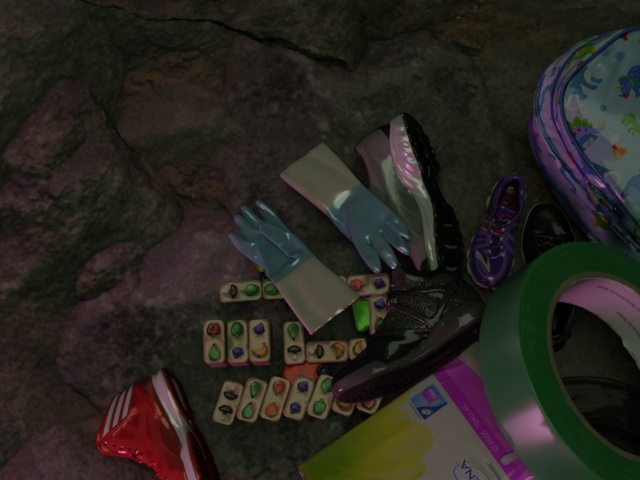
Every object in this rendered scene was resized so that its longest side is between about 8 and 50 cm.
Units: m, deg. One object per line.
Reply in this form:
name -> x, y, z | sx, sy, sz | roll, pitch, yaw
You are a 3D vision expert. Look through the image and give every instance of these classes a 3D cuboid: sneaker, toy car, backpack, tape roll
sneaker -> -0.220, 0.294, 1.423 | 0.128, 0.087, 0.221 | -26, 63, 5
sneaker -> 0.098, 0.115, 1.379 | 0.228, 0.087, 0.130 | -35, 60, 3
toy car -> 0.031, 0.112, 1.460 | 0.225, 0.053, 0.239 | -9, 75, 1
sneaker -> 0.318, 0.041, 1.425 | 0.079, 0.121, 0.216 | 1, 75, 3
sneaker -> 0.125, -0.037, 1.484 | 0.108, 0.100, 0.271 | -22, 77, 24
backpack -> 0.440, -0.115, 1.414 | 0.290, 0.273, 0.355 | -38, 64, 1
tape roll -> 0.337, 0.160, 1.257 | 0.321, 0.077, 0.321 | 17, 55, -26
sneaker -> 0.246, -0.016, 1.472 | 0.068, 0.071, 0.169 | 12, 77, 7

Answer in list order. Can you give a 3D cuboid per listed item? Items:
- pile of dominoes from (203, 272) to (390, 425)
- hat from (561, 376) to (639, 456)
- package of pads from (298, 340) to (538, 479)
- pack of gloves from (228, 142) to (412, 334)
pile of dominoes -> -0.028, 0.141, 1.407 | 0.251, 0.040, 0.195 | -4, 75, 3
hat -> 0.369, 0.319, 1.343 | 0.331, 0.134, 0.331 | -1, 74, 3
package of pads -> 0.147, 0.298, 1.318 | 0.297, 0.101, 0.229 | -35, 42, 1
pack of gloves -> 0.000, 0.000, 1.458 | 0.195, 0.046, 0.232 | -38, 60, -9
